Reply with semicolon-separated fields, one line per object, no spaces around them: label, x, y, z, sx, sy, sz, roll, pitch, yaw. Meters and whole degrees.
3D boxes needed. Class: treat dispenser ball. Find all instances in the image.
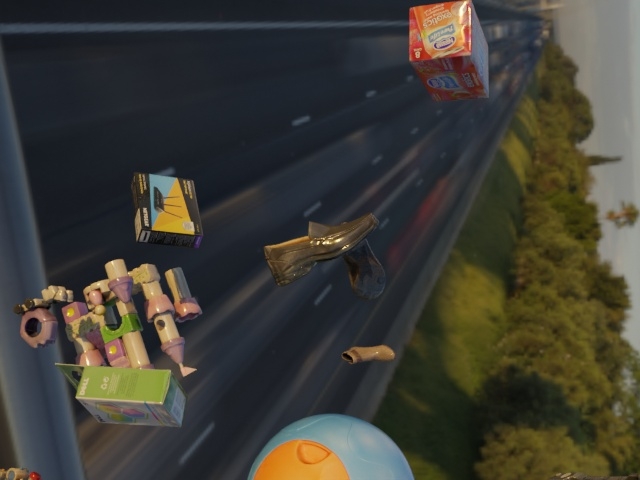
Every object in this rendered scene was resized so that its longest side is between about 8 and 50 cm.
treat dispenser ball;0.017;0.433;1.320;0.288;0.288;0.288;-4;90;-72

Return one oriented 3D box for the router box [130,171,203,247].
router box;-0.331;-0.066;1.713;0.046;0.133;0.179;-62;-147;38

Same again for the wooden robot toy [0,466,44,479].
wooden robot toy;-0.545;0.449;1.424;0.079;0.173;0.076;29;89;-57

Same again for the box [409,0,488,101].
box;0.277;-0.393;1.691;0.257;0.128;0.123;27;64;-68

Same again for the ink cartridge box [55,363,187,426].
ink cartridge box;-0.341;0.263;1.350;0.109;0.209;0.062;77;18;-55

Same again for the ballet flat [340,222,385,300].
ballet flat;0.085;0.046;1.790;0.058;0.084;0.250;60;-2;44

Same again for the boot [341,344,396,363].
boot;0.111;0.275;1.899;0.087;0.118;0.042;-10;94;-33

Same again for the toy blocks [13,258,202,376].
toy blocks;-0.439;0.219;1.757;0.309;0.288;0.260;19;47;-67

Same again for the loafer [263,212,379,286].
loafer;0.000;0.000;1.121;0.061;0.170;0.062;61;0;-6

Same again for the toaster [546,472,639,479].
toaster;0.364;0.386;1.021;0.129;0.227;0.146;-21;86;-32
